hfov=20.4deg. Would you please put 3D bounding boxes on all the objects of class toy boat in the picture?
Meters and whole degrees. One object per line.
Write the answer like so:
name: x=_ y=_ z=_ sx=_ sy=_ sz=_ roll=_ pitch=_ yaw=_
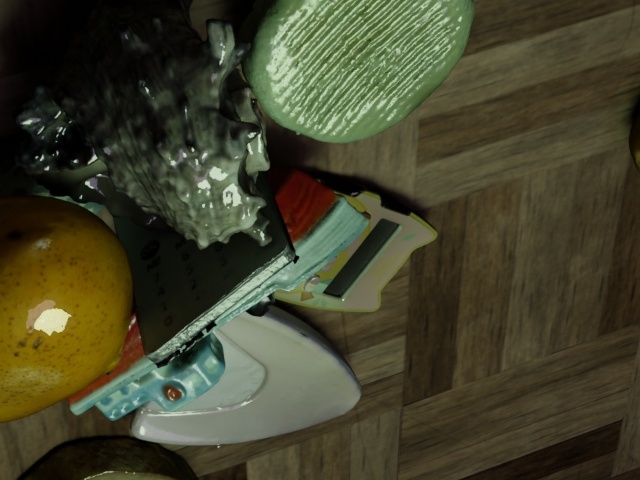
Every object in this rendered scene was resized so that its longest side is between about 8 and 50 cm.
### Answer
toy boat: x=-0.102 y=0.055 z=1.702 sx=0.332 sy=0.145 sz=0.133 roll=-35 pitch=117 yaw=12

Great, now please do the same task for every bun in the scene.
bun: x=0.031 y=-0.195 z=1.575 sx=0.221 sy=0.108 sz=0.221 roll=-11 pitch=133 yaw=-12

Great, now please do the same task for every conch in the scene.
conch: x=-0.125 y=-0.088 z=1.474 sx=0.186 sy=0.240 sz=0.313 roll=-40 pitch=-173 yaw=-33

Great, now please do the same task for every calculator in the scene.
calculator: x=-0.108 y=-0.007 z=1.573 sx=0.161 sy=0.261 sz=0.021 roll=-38 pitch=122 yaw=8
calculator: x=0.000 y=0.000 z=1.822 sx=0.236 sy=0.033 sz=0.157 roll=17 pitch=123 yaw=-40

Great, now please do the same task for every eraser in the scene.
eraser: x=-0.063 y=0.145 z=1.912 sx=0.243 sy=0.059 sz=0.204 roll=13 pitch=124 yaw=-37

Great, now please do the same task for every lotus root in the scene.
lotus root: x=-0.246 y=0.290 z=1.939 sx=0.261 sy=0.074 sz=0.170 roll=-2 pitch=133 yaw=-29

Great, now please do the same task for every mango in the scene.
mango: x=-0.281 y=0.072 z=1.548 sx=0.191 sy=0.160 sz=0.290 roll=-2 pitch=150 yaw=-25

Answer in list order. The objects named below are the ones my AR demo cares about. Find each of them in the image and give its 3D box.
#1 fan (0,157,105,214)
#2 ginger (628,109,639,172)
fan: x=-0.258 y=-0.044 z=1.624 sx=0.240 sy=0.009 sz=0.131 roll=-20 pitch=140 yaw=-13
ginger: x=0.477 y=-0.152 z=1.862 sx=0.321 sy=0.172 sz=0.165 roll=-31 pitch=104 yaw=1
